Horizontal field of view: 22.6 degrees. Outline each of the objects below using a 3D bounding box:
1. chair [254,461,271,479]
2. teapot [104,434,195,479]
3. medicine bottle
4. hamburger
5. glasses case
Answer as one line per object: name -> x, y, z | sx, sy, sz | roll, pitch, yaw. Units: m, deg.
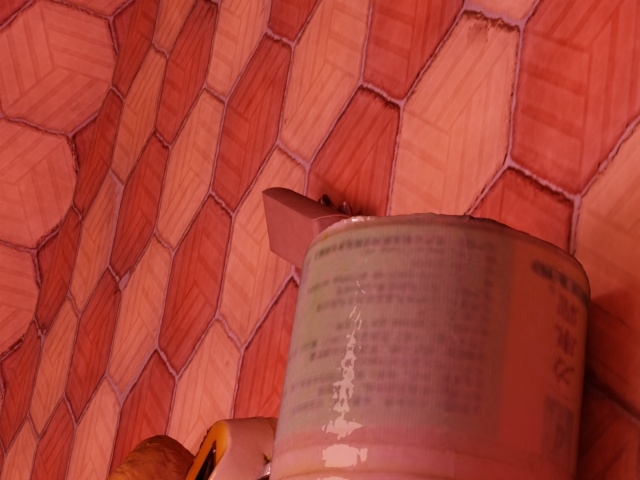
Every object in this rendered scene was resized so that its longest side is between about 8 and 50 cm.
chair -> 0.015, 0.270, 1.478 | 0.186, 0.319, 0.160 | 42, 127, 18
teapot -> -0.206, 0.354, 1.955 | 0.203, 0.167, 0.311 | -48, -1, -8
medicine bottle -> 0.074, 0.207, 1.212 | 0.236, 0.236, 0.406 | -35, 43, 59
hamburger -> -0.091, 0.291, 1.758 | 0.173, 0.116, 0.210 | -87, 19, -51
glasses case -> 0.000, 0.000, 1.818 | 0.193, 0.070, 0.102 | -152, 51, -67
